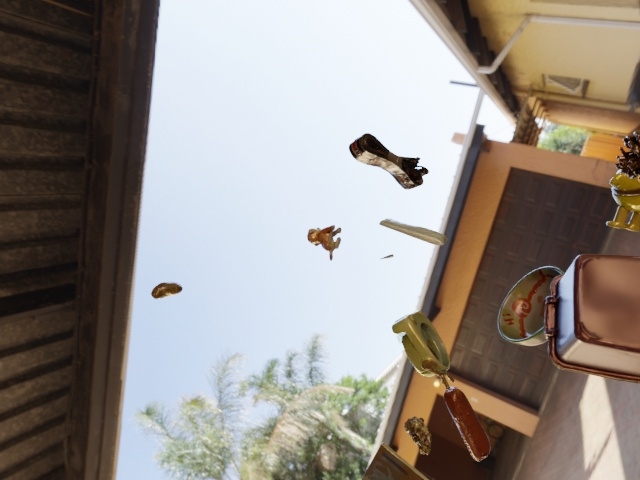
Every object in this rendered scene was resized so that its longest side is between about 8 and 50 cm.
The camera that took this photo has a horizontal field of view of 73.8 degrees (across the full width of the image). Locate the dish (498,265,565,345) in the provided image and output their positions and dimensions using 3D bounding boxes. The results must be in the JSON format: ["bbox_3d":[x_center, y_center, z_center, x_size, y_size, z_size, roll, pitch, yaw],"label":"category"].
[{"bbox_3d":[0.819,0.262,1.573,0.324,0.124,0.324,-57,6,9],"label":"dish"}]

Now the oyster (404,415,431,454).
[{"bbox_3d":[0.452,0.878,1.931,0.108,0.166,0.053,-43,-32,8],"label":"oyster"}]

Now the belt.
[{"bbox_3d":[0.280,-0.322,1.742,0.359,0.094,0.126,20,-106,-25],"label":"belt"}]

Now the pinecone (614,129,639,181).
[{"bbox_3d":[0.764,-0.200,0.962,0.173,0.173,0.174,-42,-38,-44],"label":"pinecone"}]

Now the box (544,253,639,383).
[{"bbox_3d":[0.546,0.133,0.711,0.167,0.294,0.193,52,-133,-59],"label":"box"}]

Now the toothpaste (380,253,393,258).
[{"bbox_3d":[0.293,0.075,1.894,0.024,0.083,0.015,-15,-93,-33],"label":"toothpaste"}]

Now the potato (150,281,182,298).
[{"bbox_3d":[-0.460,0.146,1.273,0.092,0.045,0.046,-14,-78,-19],"label":"potato"}]

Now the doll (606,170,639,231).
[{"bbox_3d":[0.998,-0.204,1.306,0.145,0.199,0.363,-109,27,-68],"label":"doll"}]

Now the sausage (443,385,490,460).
[{"bbox_3d":[0.631,0.783,1.827,0.102,0.102,0.330,-25,-93,-55],"label":"sausage"}]

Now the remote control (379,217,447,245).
[{"bbox_3d":[0.407,-0.044,1.864,0.103,0.293,0.051,-21,-53,-62],"label":"remote control"}]

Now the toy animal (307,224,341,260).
[{"bbox_3d":[0.001,0.013,2.149,0.104,0.185,0.184,32,-116,-52],"label":"toy animal"}]

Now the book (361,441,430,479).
[{"bbox_3d":[0.245,0.894,1.503,0.021,0.217,0.310,-12,-51,-56],"label":"book"}]

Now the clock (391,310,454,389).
[{"bbox_3d":[0.411,0.428,1.657,0.096,0.308,0.235,-37,-19,21],"label":"clock"}]
